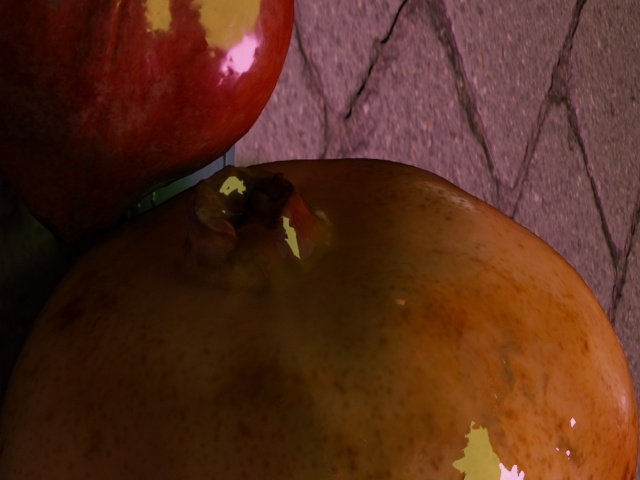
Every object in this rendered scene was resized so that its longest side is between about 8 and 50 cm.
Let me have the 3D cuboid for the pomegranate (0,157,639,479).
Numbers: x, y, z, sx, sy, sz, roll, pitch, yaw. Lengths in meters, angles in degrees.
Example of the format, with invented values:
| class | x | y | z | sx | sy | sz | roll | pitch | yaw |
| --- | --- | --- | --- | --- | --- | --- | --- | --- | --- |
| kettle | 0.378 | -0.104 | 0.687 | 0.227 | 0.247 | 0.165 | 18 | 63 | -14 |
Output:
| class | x | y | z | sx | sy | sz | roll | pitch | yaw |
| --- | --- | --- | --- | --- | --- | --- | --- | --- | --- |
| pomegranate | -0.006 | 0.127 | 1.189 | 0.417 | 0.417 | 0.416 | -7 | 90 | -66 |

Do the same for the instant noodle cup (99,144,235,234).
| class | x | y | z | sx | sy | sz | roll | pitch | yaw |
| --- | --- | --- | --- | --- | --- | --- | --- | --- | --- |
| instant noodle cup | -0.123 | -0.065 | 1.371 | 0.157 | 0.070 | 0.179 | 33 | 54 | -61 |

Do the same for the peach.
| class | x | y | z | sx | sy | sz | roll | pitch | yaw |
| --- | --- | --- | --- | --- | --- | --- | --- | --- | --- |
| peach | -0.139 | -0.126 | 1.183 | 0.232 | 0.232 | 0.256 | 37 | 60 | -58 |
